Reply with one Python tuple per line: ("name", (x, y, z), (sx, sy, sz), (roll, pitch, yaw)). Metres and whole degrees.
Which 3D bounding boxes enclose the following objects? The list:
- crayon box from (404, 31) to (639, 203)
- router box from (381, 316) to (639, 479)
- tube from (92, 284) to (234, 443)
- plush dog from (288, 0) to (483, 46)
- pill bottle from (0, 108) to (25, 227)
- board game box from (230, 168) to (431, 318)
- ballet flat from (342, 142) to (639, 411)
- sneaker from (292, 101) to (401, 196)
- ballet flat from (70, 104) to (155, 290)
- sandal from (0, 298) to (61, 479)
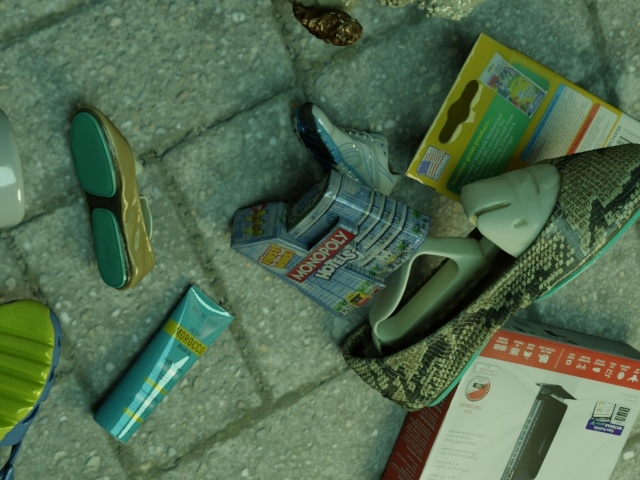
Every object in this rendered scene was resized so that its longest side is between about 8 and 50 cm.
("crayon box", (0.259, -0.126, 1.724), (0.323, 0.083, 0.203), (23, 99, -32))
("router box", (0.287, 0.269, 1.902), (0.336, 0.082, 0.301), (13, 104, -30))
("tube", (-0.197, 0.155, 1.646), (0.207, 0.052, 0.080), (-52, 132, -6))
("plush dog", (0.047, -0.344, 1.501), (0.226, 0.210, 0.262), (-17, 90, -3))
("pill bottle", (-0.436, -0.061, 1.386), (0.229, 0.131, 0.131), (-11, 115, -22))
("board game box", (0.000, 0.000, 1.619), (0.194, 0.060, 0.194), (23, 141, -22))
("ballet flat", (0.197, 0.032, 1.651), (0.182, 0.164, 0.483), (30, 121, -23))
("sneaker", (0.037, -0.116, 1.638), (0.083, 0.071, 0.190), (-47, 131, -9))
("ballet flat", (-0.236, -0.056, 1.532), (0.073, 0.080, 0.232), (-33, 128, -44))
("sandal", (-0.388, 0.211, 1.536), (0.126, 0.138, 0.317), (27, 95, 6))
